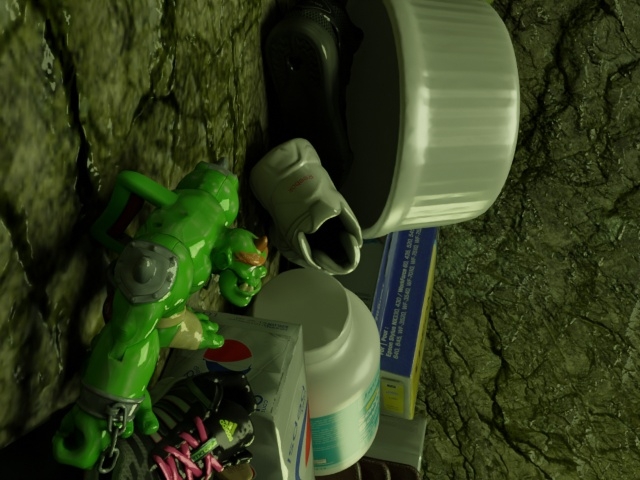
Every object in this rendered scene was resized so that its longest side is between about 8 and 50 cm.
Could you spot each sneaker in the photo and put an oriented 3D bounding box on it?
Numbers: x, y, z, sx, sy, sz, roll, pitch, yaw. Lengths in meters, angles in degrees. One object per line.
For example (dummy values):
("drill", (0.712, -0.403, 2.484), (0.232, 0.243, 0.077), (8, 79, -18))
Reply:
("sneaker", (-0.080, 0.122, 0.455), (0.170, 0.074, 0.063), (-64, 133, -74))
("sneaker", (0.000, 0.000, 0.788), (0.115, 0.090, 0.232), (55, 0, 27))
("sneaker", (0.003, -0.154, 0.810), (0.228, 0.087, 0.130), (81, 25, -44))

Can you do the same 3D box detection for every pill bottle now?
("pill bottle", (-0.010, 0.138, 0.807), (0.264, 0.146, 0.146), (84, 17, -55))

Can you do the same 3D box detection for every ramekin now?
("ramekin", (0.107, -0.143, 0.850), (0.277, 0.135, 0.277), (177, -90, -77))

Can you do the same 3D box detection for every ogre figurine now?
("ogre figurine", (-0.090, 0.027, 0.436), (0.197, 0.096, 0.118), (-34, 151, -57))

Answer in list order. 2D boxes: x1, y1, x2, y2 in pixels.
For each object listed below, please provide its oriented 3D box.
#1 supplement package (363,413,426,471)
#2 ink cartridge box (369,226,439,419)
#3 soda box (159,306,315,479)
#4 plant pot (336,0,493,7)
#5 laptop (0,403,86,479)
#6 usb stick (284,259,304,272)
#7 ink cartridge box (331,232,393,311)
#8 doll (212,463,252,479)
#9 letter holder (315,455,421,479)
("supplement package", (0.068, 0.412, 1.327), (0.262, 0.199, 0.198), (3, 96, -80))
("ink cartridge box", (0.124, 0.063, 1.066), (0.307, 0.072, 0.304), (81, 21, -65))
("soda box", (-0.063, 0.185, 0.684), (0.286, 0.098, 0.091), (87, 15, -47))
("plant pot", (0.128, -0.361, 0.955), (0.294, 0.274, 0.275), (112, -5, -53))
("laptop", (-0.160, 0.241, 0.421), (0.264, 0.136, 0.234), (-57, 174, 10))
("usb stick", (-0.018, 0.005, 0.947), (0.077, 0.045, 0.278), (-42, 138, -79))
("ink cartridge box", (0.048, 0.007, 1.116), (0.201, 0.117, 0.278), (38, 61, -79))
("doll", (-0.098, 0.250, 0.591), (0.129, 0.046, 0.189), (-8, 122, -47))
("letter holder", (0.025, 0.453, 1.072), (0.152, 0.214, 0.302), (64, 36, -73))
